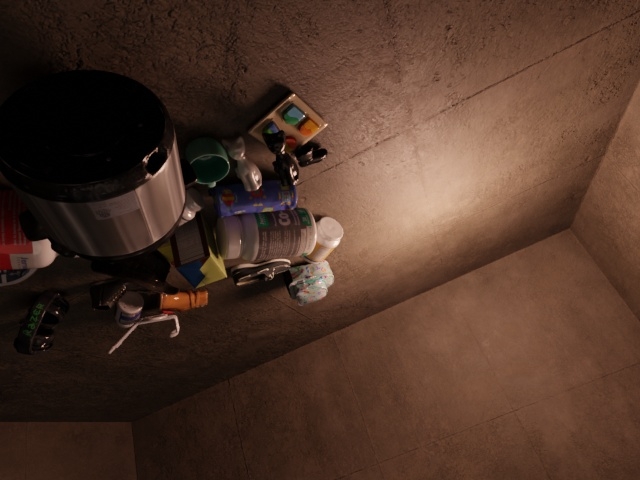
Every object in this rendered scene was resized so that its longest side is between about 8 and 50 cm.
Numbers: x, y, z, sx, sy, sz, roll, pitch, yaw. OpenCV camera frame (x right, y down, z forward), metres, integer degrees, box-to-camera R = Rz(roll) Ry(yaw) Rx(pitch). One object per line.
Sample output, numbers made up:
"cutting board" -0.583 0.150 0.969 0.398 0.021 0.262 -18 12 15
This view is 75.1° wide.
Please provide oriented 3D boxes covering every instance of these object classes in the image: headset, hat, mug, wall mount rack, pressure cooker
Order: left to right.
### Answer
"headset" -1.136 0.327 1.656 0.185 0.243 0.394 20 155 -17
"pressure cooker" -0.536 -0.146 1.037 0.370 0.375 0.420 14 149 -3
"hat" -0.678 0.092 1.580 0.331 0.331 0.133 24 87 -53
"wall mount rack" -0.832 0.427 1.969 0.304 0.130 0.350 -8 175 -19
"mug" -0.361 -0.246 1.289 0.130 0.097 0.158 7 142 -42

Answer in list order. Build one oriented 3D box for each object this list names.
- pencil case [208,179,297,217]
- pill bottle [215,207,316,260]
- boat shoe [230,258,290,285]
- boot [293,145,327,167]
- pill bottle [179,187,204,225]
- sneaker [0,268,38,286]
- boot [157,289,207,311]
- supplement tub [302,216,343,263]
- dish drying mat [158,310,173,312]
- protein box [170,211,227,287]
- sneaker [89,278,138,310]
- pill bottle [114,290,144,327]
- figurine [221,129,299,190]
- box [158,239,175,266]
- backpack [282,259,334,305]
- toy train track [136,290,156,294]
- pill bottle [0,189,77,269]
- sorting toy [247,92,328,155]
"pencil case" -0.241 -0.152 1.505 0.306 0.119 0.133 -9 162 -22
"pill bottle" -0.216 -0.024 1.655 0.361 0.204 0.204 -5 148 -28
"boat shoe" -0.285 0.162 2.046 0.303 0.091 0.114 -10 150 -19
"boot" -0.034 -0.300 1.439 0.121 0.045 0.099 -24 166 -1
"pill bottle" -0.495 -0.105 1.431 0.180 0.108 0.108 -28 151 12
"sneaker" -1.096 0.088 1.374 0.282 0.099 0.153 -19 153 2
"boot" -0.647 0.277 1.967 0.220 0.109 0.283 -6 154 -14
"supplement tub" 0.000 0.000 1.902 0.144 0.144 0.199 2 143 -36
"dish drying mat" -0.736 0.342 1.978 0.032 0.008 0.083 -5 166 12
"protein box" -0.472 0.041 1.597 0.136 0.201 0.199 -19 151 -4
"sneaker" -0.844 0.222 1.750 0.222 0.118 0.083 -13 150 -15
"pill bottle" -0.881 0.322 1.906 0.112 0.112 0.186 0 146 -33
"figurine" -0.194 -0.266 1.351 0.215 0.092 0.209 -7 147 6
"box" -0.579 0.048 1.662 0.058 0.087 0.232 -18 152 -5
"backpack" -0.052 0.217 2.214 0.254 0.191 0.225 -21 151 -11
"toy train track" -0.801 0.235 1.914 0.083 0.014 0.048 11 145 -36
"pill bottle" -0.895 -0.029 1.169 0.408 0.229 0.229 -2 146 -31
"sorting toy" -0.099 -0.356 1.335 0.193 0.038 0.208 -34 149 22
